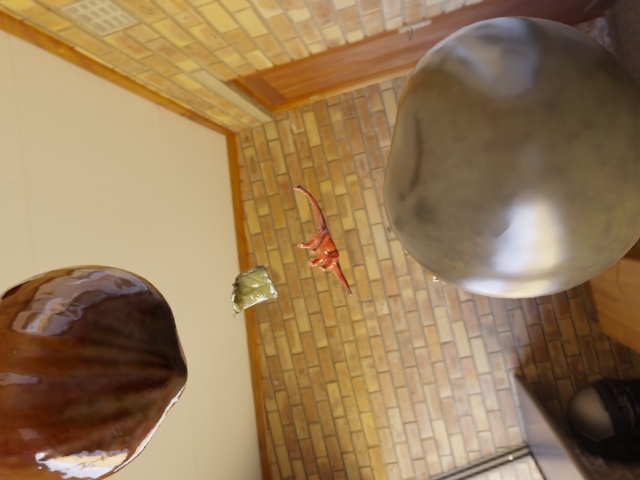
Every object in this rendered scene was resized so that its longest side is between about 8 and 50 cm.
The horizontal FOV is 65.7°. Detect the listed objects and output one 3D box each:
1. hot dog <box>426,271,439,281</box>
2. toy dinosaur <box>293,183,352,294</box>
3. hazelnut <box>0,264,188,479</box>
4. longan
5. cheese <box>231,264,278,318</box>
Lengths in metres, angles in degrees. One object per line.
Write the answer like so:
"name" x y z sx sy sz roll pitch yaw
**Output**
"hot dog" 0.282 0.028 1.083 0.090 0.140 0.060 10 -148 -34
"toy dinosaur" -0.004 0.002 1.130 0.101 0.055 0.279 -30 -85 -43
"hazelnut" -0.239 0.133 0.487 0.210 0.186 0.210 21 -129 -28
"longan" 0.166 -0.068 0.446 0.248 0.248 0.248 -13 -90 -79
"cheese" -0.119 0.083 0.804 0.041 0.084 0.060 11 129 57
